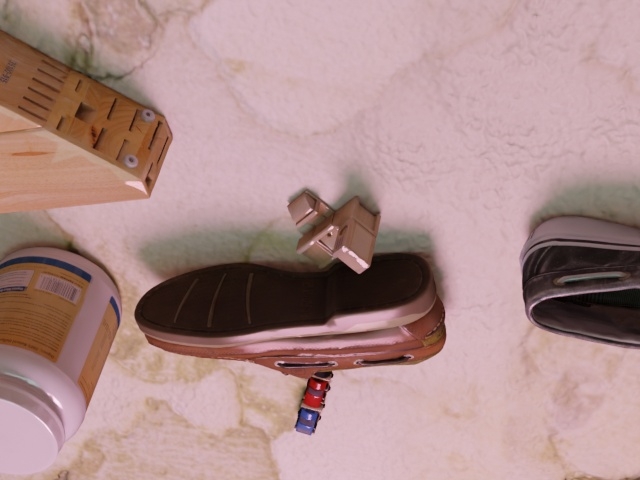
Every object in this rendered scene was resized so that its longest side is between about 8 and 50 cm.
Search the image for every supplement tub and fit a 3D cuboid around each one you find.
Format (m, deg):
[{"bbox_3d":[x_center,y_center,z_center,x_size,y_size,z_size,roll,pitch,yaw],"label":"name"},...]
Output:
[{"bbox_3d":[-0.292,0.120,1.635,0.144,0.199,0.144,8,135,8],"label":"supplement tub"}]

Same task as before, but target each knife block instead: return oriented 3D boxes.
[{"bbox_3d":[-0.309,-0.074,1.528,0.276,0.088,0.242,27,136,-12],"label":"knife block"}]

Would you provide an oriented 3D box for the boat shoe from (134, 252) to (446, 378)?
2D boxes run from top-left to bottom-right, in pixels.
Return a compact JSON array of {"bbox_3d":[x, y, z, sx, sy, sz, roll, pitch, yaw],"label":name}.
[{"bbox_3d":[-0.030,0.090,1.597,0.307,0.110,0.104,-2,132,18],"label":"boat shoe"}]

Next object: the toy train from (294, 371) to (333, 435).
[{"bbox_3d":[-0.003,0.156,1.707,0.027,0.036,0.158,15,136,1],"label":"toy train"}]

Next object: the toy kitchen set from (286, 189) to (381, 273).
[{"bbox_3d":[0.000,0.000,1.523,0.068,0.075,0.083,38,128,-20],"label":"toy kitchen set"}]

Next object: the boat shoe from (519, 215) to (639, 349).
[{"bbox_3d":[0.342,0.065,1.461,0.335,0.119,0.121,5,135,11],"label":"boat shoe"}]
